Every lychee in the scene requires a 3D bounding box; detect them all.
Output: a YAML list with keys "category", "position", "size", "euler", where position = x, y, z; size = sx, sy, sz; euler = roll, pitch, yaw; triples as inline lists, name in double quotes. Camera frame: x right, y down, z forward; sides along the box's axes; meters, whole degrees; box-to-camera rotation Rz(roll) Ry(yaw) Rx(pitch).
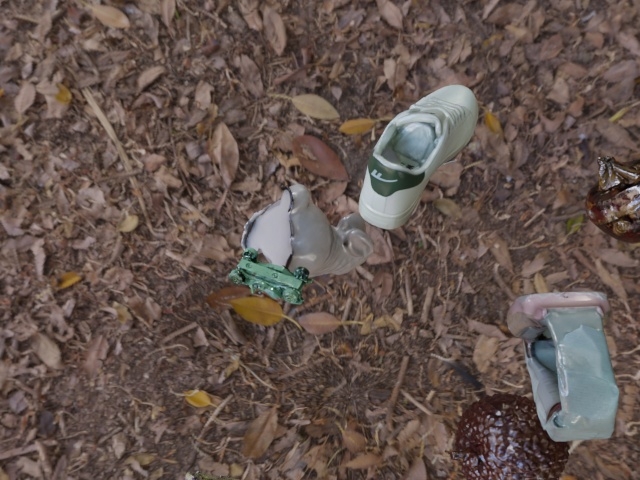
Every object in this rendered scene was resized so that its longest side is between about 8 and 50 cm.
- category: "lychee"
  position: [0.457, 0.511, 1.291]
  size: [0.300, 0.264, 0.264]
  euler: [-7, 73, -11]

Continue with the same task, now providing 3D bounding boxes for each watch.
- category: "watch"
  position: [0.427, 0.219, 0.907]
  size: [0.162, 0.253, 0.241]
  euler: [-6, 71, 12]

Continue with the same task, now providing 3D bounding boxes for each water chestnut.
- category: "water chestnut"
  position: [0.759, -0.110, 1.274]
  size: [0.238, 0.224, 0.223]
  euler: [46, 80, -13]

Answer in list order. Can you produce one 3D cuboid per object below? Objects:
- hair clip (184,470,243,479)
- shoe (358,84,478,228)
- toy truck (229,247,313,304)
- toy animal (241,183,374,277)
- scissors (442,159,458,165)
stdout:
- category: "hair clip"
  position: [-0.186, 0.498, 1.042]
  size: [0.187, 0.146, 0.056]
  euler: [28, 72, -17]
- category: "shoe"
  position: [0.184, -0.194, 0.918]
  size: [0.132, 0.160, 0.363]
  euler: [29, 62, 16]
- category: "toy truck"
  position: [-0.098, 0.082, 1.029]
  size: [0.154, 0.078, 0.080]
  euler: [19, 46, 8]
- category: "toy animal"
  position: [0.000, 0.000, 1.294]
  size: [0.258, 0.357, 0.194]
  euler: [-53, 55, 29]
- category: "scissors"
  position: [0.362, -0.235, 1.714]
  size: [0.189, 0.100, 0.015]
  euler: [-17, 89, -5]
